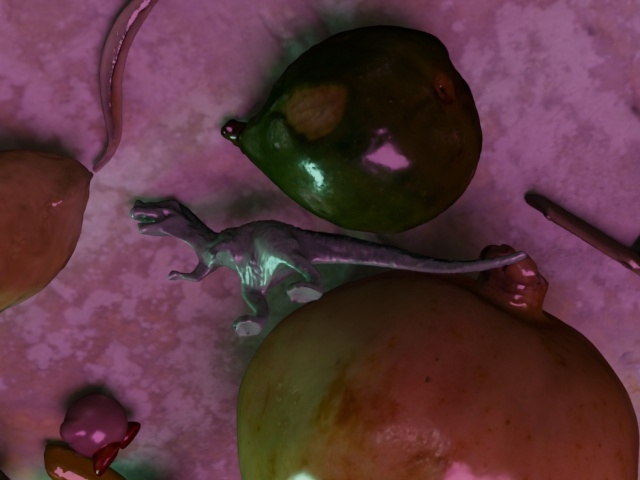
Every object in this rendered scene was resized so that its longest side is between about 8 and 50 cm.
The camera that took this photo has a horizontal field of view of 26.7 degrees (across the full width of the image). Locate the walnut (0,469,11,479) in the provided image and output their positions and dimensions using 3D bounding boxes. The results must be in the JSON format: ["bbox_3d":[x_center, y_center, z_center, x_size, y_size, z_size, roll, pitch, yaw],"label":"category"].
[{"bbox_3d":[-0.411,0.290,1.361,0.224,0.224,0.224,-8,124,-12],"label":"walnut"}]

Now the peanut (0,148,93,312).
[{"bbox_3d":[-0.357,0.030,1.214,0.340,0.158,0.174,-29,153,7],"label":"peanut"}]

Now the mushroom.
[{"bbox_3d":[-0.148,-0.189,1.222,0.068,0.043,0.306,37,110,-7],"label":"mushroom"}]

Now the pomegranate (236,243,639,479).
[{"bbox_3d":[0.128,0.193,1.344,0.412,0.411,0.411,-8,124,-12],"label":"pomegranate"}]

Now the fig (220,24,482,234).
[{"bbox_3d":[0.025,-0.102,1.260,0.245,0.195,0.195,-6,136,36],"label":"fig"}]

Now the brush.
[{"bbox_3d":[0.342,0.008,1.489,0.282,0.054,0.048,26,103,-30],"label":"brush"}]

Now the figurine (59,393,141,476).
[{"bbox_3d":[-0.235,0.196,1.427,0.071,0.083,0.067,34,117,8],"label":"figurine"}]

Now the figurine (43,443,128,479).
[{"bbox_3d":[-0.239,0.378,1.494,0.169,0.218,0.326,-10,129,-62],"label":"figurine"}]

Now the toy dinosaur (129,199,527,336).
[{"bbox_3d":[-0.011,0.039,1.263,0.383,0.129,0.076,13,146,11],"label":"toy dinosaur"}]
